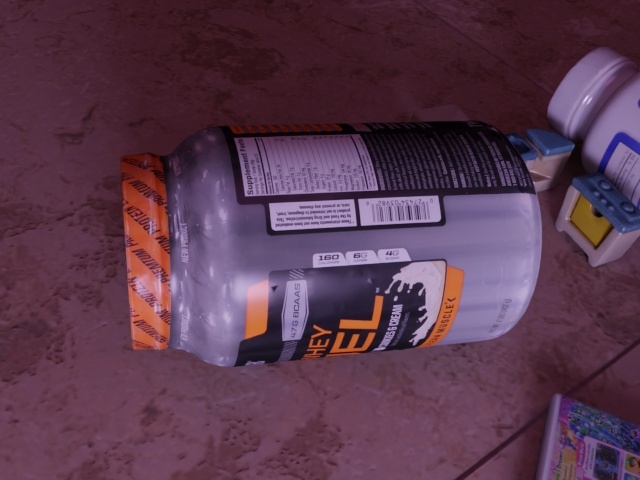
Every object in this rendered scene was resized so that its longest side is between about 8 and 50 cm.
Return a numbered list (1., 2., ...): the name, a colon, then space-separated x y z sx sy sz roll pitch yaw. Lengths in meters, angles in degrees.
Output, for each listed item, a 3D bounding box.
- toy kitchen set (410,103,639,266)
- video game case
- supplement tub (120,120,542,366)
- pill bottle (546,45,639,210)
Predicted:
1. toy kitchen set: 0.207 -0.051 0.761 0.207 0.122 0.166 -14 50 -23
2. video game case: 0.239 0.208 0.584 0.143 0.019 0.157 20 46 10
3. supplement tub: 0.000 0.000 0.620 0.315 0.194 0.194 -4 47 -14
4. pill bottle: 0.389 -0.098 0.823 0.152 0.152 0.272 -24 55 -30
